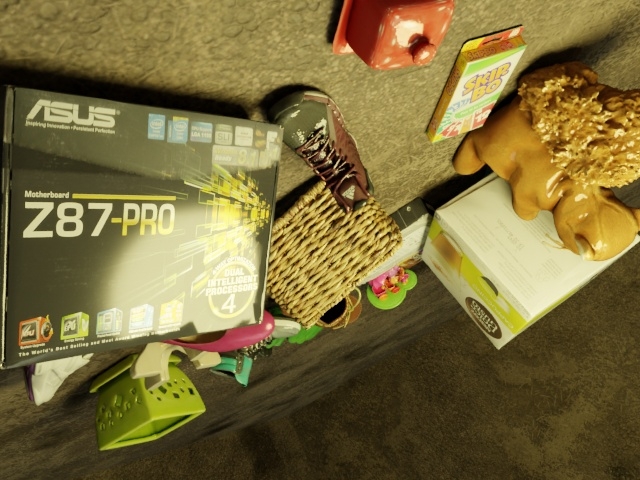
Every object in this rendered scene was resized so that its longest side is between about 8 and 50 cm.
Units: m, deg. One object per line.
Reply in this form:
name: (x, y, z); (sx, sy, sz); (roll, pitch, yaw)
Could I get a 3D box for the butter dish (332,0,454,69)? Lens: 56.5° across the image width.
butter dish: (0.115, -0.285, 0.796); (0.160, 0.118, 0.160); (-18, 158, -19)

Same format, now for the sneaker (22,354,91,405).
sneaker: (-0.593, 0.287, 1.359); (0.152, 0.114, 0.305); (-9, 154, -33)

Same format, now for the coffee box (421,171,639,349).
coffee box: (0.510, 0.024, 1.538); (0.338, 0.337, 0.334); (-33, 160, -12)

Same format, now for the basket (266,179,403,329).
basket: (0.000, 0.000, 1.308); (0.299, 0.223, 0.213); (-43, -171, 14)

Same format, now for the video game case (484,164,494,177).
video game case: (0.506, -0.218, 1.531); (0.166, 0.015, 0.119); (-24, 160, -3)

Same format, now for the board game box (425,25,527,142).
board game box: (0.287, -0.284, 1.113); (0.124, 0.039, 0.259); (-20, 156, -15)

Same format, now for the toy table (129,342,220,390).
toy table: (-0.365, 0.242, 1.449); (0.252, 0.160, 0.274); (-5, 152, -42)

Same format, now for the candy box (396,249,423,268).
candy box: (0.315, 0.017, 1.821); (0.187, 0.053, 0.109); (-31, 159, 20)

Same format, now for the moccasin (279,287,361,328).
moccasin: (0.034, 0.195, 1.788); (0.147, 0.139, 0.380); (9, 168, 31)

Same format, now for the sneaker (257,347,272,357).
sneaker: (-0.244, 0.331, 1.921); (0.106, 0.101, 0.267); (-9, 166, 23)

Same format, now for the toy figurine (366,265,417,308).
toy figurine: (0.215, 0.120, 1.879); (0.173, 0.130, 0.159); (-27, 150, 2)

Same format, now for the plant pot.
plant pot: (-0.508, 0.451, 1.714); (0.228, 0.207, 0.227); (-34, 158, 20)

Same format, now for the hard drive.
hard drive: (0.185, 0.015, 1.659); (0.339, 0.064, 0.237); (-32, 158, 20)

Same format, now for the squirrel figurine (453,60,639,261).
squirrel figurine: (0.517, -0.146, 1.216); (0.281, 0.370, 0.397); (-20, 158, -14)

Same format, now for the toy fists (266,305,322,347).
toy fists: (-0.100, 0.271, 1.903); (0.279, 0.096, 0.142); (-1, 136, -45)

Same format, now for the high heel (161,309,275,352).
high heel: (-0.292, 0.170, 1.255); (0.378, 0.127, 0.181); (-2, 168, 5)

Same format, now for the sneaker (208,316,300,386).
sneaker: (-0.198, 0.319, 1.688); (0.296, 0.178, 0.124); (-8, 156, 3)

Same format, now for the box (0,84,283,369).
box: (-0.236, -0.021, 0.804); (0.097, 0.318, 0.395); (13, -170, 43)

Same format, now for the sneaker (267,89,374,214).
sneaker: (0.025, -0.133, 0.992); (0.106, 0.162, 0.281); (-32, 158, 17)
